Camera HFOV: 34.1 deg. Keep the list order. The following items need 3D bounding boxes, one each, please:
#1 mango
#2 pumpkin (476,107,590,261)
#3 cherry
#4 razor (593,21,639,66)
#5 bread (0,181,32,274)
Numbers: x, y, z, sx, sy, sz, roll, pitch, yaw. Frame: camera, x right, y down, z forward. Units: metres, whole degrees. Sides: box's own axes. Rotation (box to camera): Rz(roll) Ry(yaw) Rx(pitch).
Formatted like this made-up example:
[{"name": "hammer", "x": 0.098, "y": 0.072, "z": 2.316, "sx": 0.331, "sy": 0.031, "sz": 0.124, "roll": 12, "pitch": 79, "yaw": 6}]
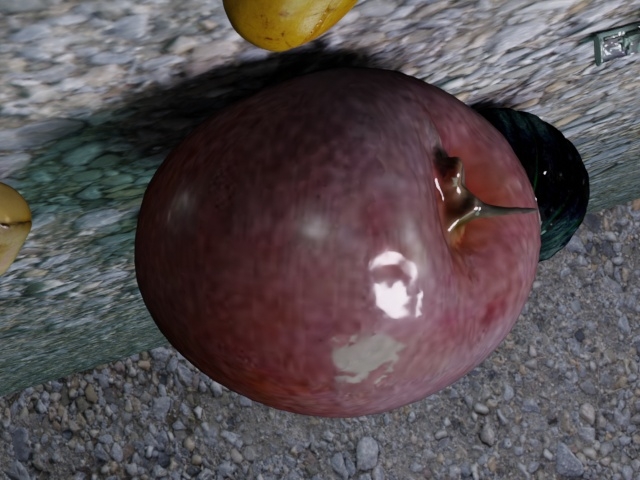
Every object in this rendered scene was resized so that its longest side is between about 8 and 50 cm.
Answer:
[{"name": "mango", "x": -0.006, "y": -0.113, "z": 0.438, "sx": 0.060, "sy": 0.046, "sz": 0.089, "roll": -11, "pitch": 167, "yaw": -35}, {"name": "pumpkin", "x": 0.149, "y": -0.040, "z": 0.958, "sx": 0.194, "sy": 0.150, "sz": 0.194, "roll": -13, "pitch": 173, "yaw": -2}, {"name": "cherry", "x": 0.000, "y": 0.000, "z": 0.683, "sx": 0.307, "sy": 0.221, "sz": 0.261, "roll": 1, "pitch": -176, "yaw": 41}, {"name": "razor", "x": 0.260, "y": -0.166, "z": 0.704, "sx": 0.084, "sy": 0.036, "sz": 0.211, "roll": -18, "pitch": 174, "yaw": -8}, {"name": "bread", "x": -0.239, "y": -0.006, "z": 0.690, "sx": 0.082, "sy": 0.056, "sz": 0.115, "roll": -17, "pitch": 169, "yaw": -28}]
